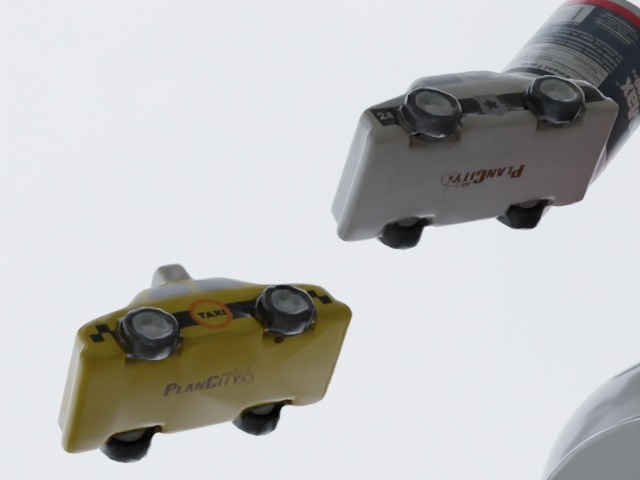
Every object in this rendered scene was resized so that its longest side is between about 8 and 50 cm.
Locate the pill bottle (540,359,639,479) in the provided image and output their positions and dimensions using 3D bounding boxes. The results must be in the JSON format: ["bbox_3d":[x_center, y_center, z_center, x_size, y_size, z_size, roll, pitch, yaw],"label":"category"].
[{"bbox_3d":[0.273,0.170,1.250,0.408,0.229,0.229,-8,-100,-65],"label":"pill bottle"}]

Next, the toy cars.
[{"bbox_3d":[0.000,0.000,1.217,0.394,0.087,0.176,-37,-38,0],"label":"toy cars"}]

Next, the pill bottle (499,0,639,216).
[{"bbox_3d":[0.178,-0.095,1.474,0.108,0.108,0.180,49,-126,-10],"label":"pill bottle"}]
